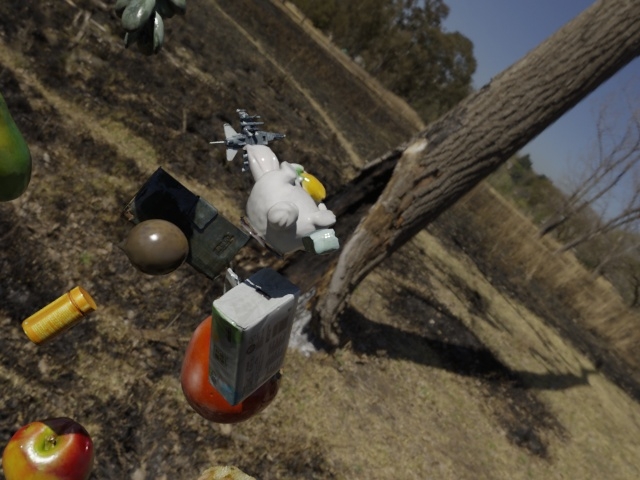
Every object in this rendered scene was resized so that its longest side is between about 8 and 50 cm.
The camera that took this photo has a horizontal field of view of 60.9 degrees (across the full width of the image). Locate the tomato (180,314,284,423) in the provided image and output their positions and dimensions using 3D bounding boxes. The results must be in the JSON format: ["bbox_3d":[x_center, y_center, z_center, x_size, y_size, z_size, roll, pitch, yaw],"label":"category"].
[{"bbox_3d":[-0.265,0.371,1.588,0.321,0.321,0.321,39,18,-15],"label":"tomato"}]

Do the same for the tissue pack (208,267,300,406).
[{"bbox_3d":[-0.152,0.175,1.071,0.145,0.229,0.159,32,42,25],"label":"tissue pack"}]

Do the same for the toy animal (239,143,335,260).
[{"bbox_3d":[-0.072,-0.076,1.053,0.208,0.154,0.325,47,3,-35],"label":"toy animal"}]

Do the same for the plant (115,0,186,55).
[{"bbox_3d":[-0.318,-0.502,1.068,0.149,0.275,0.146,14,-2,12],"label":"plant"}]

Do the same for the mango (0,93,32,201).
[{"bbox_3d":[-0.485,-0.144,0.781,0.122,0.191,0.085,10,32,23],"label":"mango"}]

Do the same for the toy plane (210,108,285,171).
[{"bbox_3d":[-0.169,-0.266,1.434,0.234,0.160,0.082,-14,17,-35],"label":"toy plane"}]

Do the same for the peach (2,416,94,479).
[{"bbox_3d":[-0.594,0.491,1.201,0.197,0.197,0.197,39,18,-15],"label":"peach"}]

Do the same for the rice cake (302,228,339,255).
[{"bbox_3d":[0.000,0.000,0.730,0.180,0.042,0.030,-172,-111,-84],"label":"rice cake"}]

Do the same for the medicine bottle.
[{"bbox_3d":[-0.790,0.229,1.651,0.096,0.192,0.096,51,-13,16],"label":"medicine bottle"}]

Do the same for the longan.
[{"bbox_3d":[-0.274,0.010,0.895,0.113,0.092,0.113,8,25,-4],"label":"longan"}]

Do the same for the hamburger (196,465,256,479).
[{"bbox_3d":[-0.171,0.591,1.102,0.162,0.330,0.209,-35,95,-35],"label":"hamburger"}]

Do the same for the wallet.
[{"bbox_3d":[-0.350,-0.036,1.435,0.317,0.169,0.044,42,-2,-31],"label":"wallet"}]
